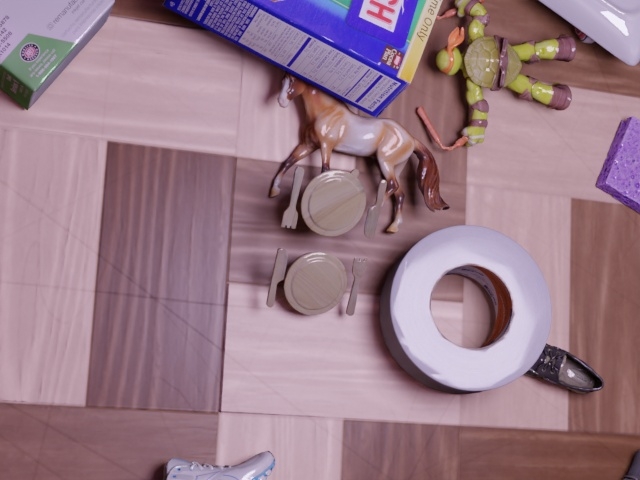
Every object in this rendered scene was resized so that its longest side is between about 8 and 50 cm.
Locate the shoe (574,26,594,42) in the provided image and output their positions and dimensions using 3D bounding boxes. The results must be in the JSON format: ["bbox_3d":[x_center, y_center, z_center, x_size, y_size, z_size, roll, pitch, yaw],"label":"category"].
[{"bbox_3d":[0.370,-0.377,1.616,0.081,0.063,0.178,8,77,-13],"label":"shoe"}]

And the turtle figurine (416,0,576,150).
[{"bbox_3d":[0.248,-0.258,1.540,0.217,0.087,0.269,2,81,-18],"label":"turtle figurine"}]

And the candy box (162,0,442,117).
[{"bbox_3d":[0.001,-0.353,1.412,0.317,0.122,0.268,26,67,-13],"label":"candy box"}]

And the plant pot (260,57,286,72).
[{"bbox_3d":[-0.012,-0.339,1.496,0.236,0.032,0.236,3,81,-17],"label":"plant pot"}]

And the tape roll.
[{"bbox_3d":[0.191,0.093,1.462,0.219,0.072,0.219,2,79,-10],"label":"tape roll"}]

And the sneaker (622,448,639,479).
[{"bbox_3d":[0.426,0.359,1.525,0.065,0.061,0.157,18,76,-9],"label":"sneaker"}]

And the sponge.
[{"bbox_3d":[0.516,-0.081,1.633,0.210,0.031,0.117,30,74,-12],"label":"sponge"}]

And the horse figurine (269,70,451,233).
[{"bbox_3d":[0.051,-0.114,1.466,0.263,0.066,0.174,16,81,-10],"label":"horse figurine"}]

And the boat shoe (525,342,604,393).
[{"bbox_3d":[0.324,0.170,1.522,0.152,0.049,0.056,20,78,-14],"label":"boat shoe"}]

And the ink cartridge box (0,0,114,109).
[{"bbox_3d":[-0.387,-0.294,1.332,0.219,0.092,0.160,39,72,-10],"label":"ink cartridge box"}]

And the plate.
[{"bbox_3d":[0.411,-0.435,1.577,0.277,0.045,0.278,34,77,-2],"label":"plate"}]

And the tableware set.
[{"bbox_3d":[0.000,0.000,1.415,0.128,0.039,0.194,8,104,-22],"label":"tableware set"}]

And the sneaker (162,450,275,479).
[{"bbox_3d":[-0.146,0.293,1.341,0.191,0.071,0.083,-25,85,-20],"label":"sneaker"}]
